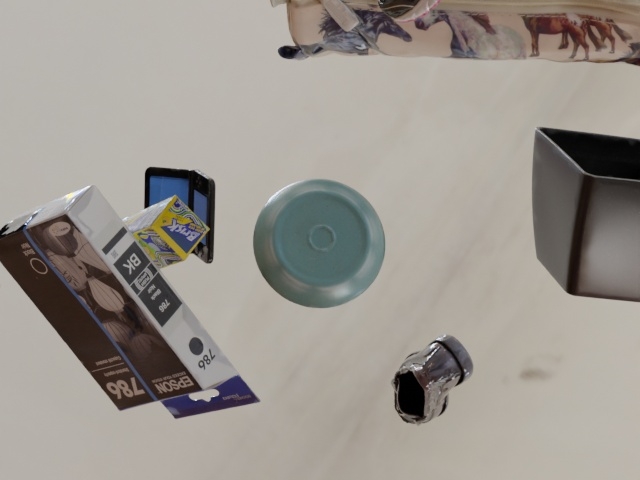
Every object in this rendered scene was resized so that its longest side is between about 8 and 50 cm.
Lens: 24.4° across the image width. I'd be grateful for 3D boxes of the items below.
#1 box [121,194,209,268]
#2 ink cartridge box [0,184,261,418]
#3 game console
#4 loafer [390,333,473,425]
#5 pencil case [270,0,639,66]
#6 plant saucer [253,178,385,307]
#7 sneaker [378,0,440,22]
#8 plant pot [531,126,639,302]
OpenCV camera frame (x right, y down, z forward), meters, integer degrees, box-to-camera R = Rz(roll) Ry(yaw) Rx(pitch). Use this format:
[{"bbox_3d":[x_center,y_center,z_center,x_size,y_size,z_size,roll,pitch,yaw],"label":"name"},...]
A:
[{"bbox_3d":[-0.200,-0.001,1.735,0.059,0.054,0.169,46,-28,-16],"label":"box"},{"bbox_3d":[-0.227,0.097,1.716,0.165,0.065,0.332,-19,-64,43],"label":"ink cartridge box"},{"bbox_3d":[-0.197,-0.035,2.059,0.107,0.071,0.122,-148,-123,-61],"label":"game console"},{"bbox_3d":[0.156,0.237,2.386,0.109,0.095,0.302,53,-23,12],"label":"loafer"},{"bbox_3d":[0.159,-0.247,1.448,0.410,0.183,0.159,5,-61,17],"label":"pencil case"},{"bbox_3d":[0.000,0.000,1.313,0.119,0.119,0.021,34,-14,3],"label":"plant saucer"},{"bbox_3d":[0.094,-0.273,1.304,0.077,0.072,0.178,24,-47,-18],"label":"sneaker"},{"bbox_3d":[0.359,-0.025,1.814,0.188,0.187,0.167,7,-70,-15],"label":"plant pot"}]
